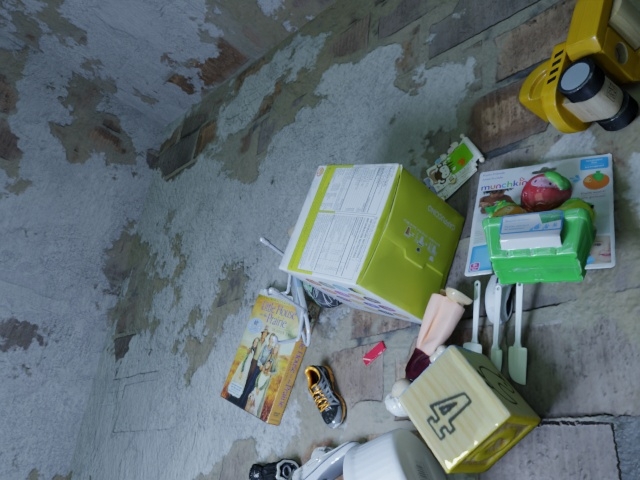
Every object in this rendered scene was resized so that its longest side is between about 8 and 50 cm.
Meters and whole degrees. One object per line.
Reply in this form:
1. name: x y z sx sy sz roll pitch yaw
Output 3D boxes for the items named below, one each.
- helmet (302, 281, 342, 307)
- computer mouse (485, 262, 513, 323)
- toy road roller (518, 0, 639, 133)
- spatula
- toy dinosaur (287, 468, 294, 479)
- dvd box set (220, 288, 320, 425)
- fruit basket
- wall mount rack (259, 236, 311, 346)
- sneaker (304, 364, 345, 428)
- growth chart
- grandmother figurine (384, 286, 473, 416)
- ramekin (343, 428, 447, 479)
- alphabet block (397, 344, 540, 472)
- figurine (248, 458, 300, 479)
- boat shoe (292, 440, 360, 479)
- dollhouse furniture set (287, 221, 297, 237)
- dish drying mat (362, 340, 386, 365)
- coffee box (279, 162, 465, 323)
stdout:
1. helmet: 0.019 0.134 1.754 0.169 0.169 0.162 11 63 51
2. computer mouse: 0.455 0.115 1.363 0.106 0.042 0.193 -10 60 44
3. toy road roller: 0.655 -0.433 1.362 0.240 0.202 0.330 2 70 60
4. spatula: 0.425 0.217 1.311 0.168 0.019 0.242 -4 80 52
5. toy dinosaur: -0.032 0.785 1.441 0.160 0.121 0.314 -14 62 34
6. dvd box set: -0.181 0.394 1.890 0.307 0.062 0.421 8 74 49
7. fruit basket: 0.522 -0.071 1.291 0.326 0.165 0.353 -5 54 33
8. wall mount rack: -0.118 0.161 1.712 0.304 0.130 0.350 97 162 -46
9. sneaker: 0.006 0.468 1.617 0.084 0.083 0.215 -45 42 17
10. growth chart: 0.395 -0.209 1.653 0.237 0.021 0.172 -49 38 14
11. grandmother figurine: 0.267 0.290 1.371 0.104 0.208 0.343 27 80 11
12. ramekin: 0.188 0.565 1.207 0.135 0.277 0.277 -37 43 16
13. alphabet block: 0.330 0.379 1.203 0.193 0.192 0.197 -51 48 16
14. figurine: -0.160 0.779 1.620 0.209 0.092 0.215 -29 48 45
15. boat shoe: 0.011 0.626 1.510 0.267 0.096 0.088 -51 43 26
16. dollhouse furniture set: 0.000 0.000 1.914 0.129 0.129 0.184 -43 71 22
17. dish drying mat: 0.158 0.334 1.589 0.083 0.008 0.032 -46 39 19
18. coffee box: 0.151 0.009 1.532 0.334 0.337 0.338 7 71 50
